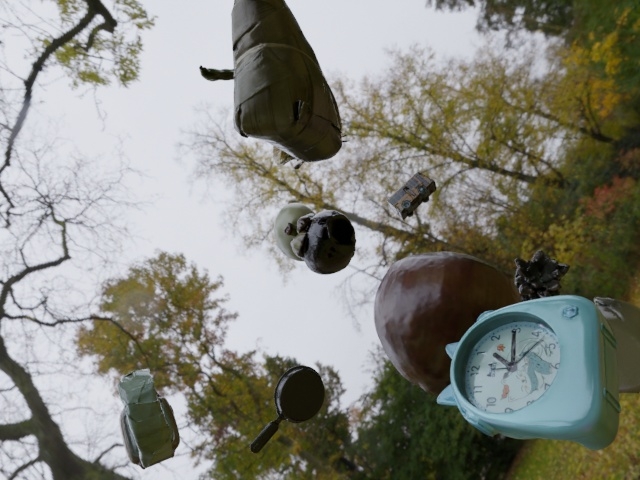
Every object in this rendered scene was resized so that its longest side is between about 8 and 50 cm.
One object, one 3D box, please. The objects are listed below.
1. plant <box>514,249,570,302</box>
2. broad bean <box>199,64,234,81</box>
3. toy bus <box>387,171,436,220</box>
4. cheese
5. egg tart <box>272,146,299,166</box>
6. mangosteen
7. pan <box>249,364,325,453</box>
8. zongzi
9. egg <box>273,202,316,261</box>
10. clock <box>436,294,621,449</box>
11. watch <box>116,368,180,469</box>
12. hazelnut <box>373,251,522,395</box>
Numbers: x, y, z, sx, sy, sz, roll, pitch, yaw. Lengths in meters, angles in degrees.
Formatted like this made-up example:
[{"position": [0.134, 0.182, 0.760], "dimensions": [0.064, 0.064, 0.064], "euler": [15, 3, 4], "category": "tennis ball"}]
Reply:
[{"position": [0.861, 0.174, 1.955], "dimensions": [0.320, 0.194, 0.181], "euler": [52, -136, -60], "category": "plant"}, {"position": [-0.271, -0.520, 1.537], "dimensions": [0.256, 0.052, 0.052], "euler": [-22, -47, -44], "category": "broad bean"}, {"position": [0.355, -0.177, 1.939], "dimensions": [0.182, 0.103, 0.091], "euler": [-43, -29, -2], "category": "toy bus"}, {"position": [0.622, 0.213, 1.039], "dimensions": [0.091, 0.175, 0.202], "euler": [-34, -73, -47], "category": "cheese"}, {"position": [-0.099, -0.382, 1.886], "dimensions": [0.106, 0.241, 0.241], "euler": [25, -88, -24], "category": "egg tart"}, {"position": [0.004, 0.000, 1.989], "dimensions": [0.288, 0.233, 0.287], "euler": [12, -111, -33], "category": "mangosteen"}, {"position": [-0.077, 0.403, 1.172], "dimensions": [0.235, 0.028, 0.136], "euler": [-48, -71, -20], "category": "pan"}, {"position": [-0.059, -0.459, 1.349], "dimensions": [0.500, 0.218, 0.466], "euler": [10, -102, -70], "category": "zongzi"}, {"position": [-0.099, -0.038, 2.230], "dimensions": [0.219, 0.269, 0.219], "euler": [-21, -17, -7], "category": "egg"}, {"position": [0.320, 0.210, 0.800], "dimensions": [0.094, 0.274, 0.223], "euler": [42, -128, -26], "category": "clock"}, {"position": [-0.509, 0.510, 1.458], "dimensions": [0.162, 0.253, 0.241], "euler": [-16, -31, -26], "category": "watch"}, {"position": [0.344, 0.220, 1.353], "dimensions": [0.421, 0.421, 0.353], "euler": [-34, -11, -46], "category": "hazelnut"}]
